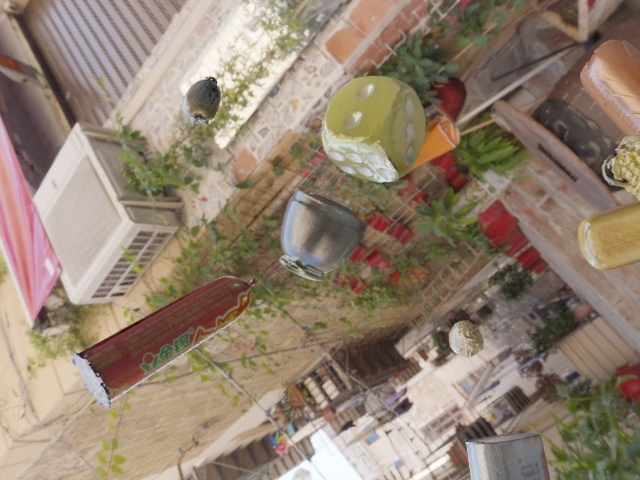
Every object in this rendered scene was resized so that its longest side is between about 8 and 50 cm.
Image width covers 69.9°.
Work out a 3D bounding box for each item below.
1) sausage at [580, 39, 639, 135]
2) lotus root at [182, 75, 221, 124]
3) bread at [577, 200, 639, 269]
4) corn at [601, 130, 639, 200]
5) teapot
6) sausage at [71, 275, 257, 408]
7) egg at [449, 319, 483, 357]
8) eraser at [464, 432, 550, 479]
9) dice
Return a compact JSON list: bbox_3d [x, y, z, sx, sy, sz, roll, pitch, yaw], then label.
[{"bbox_3d":[0.680,-0.294,0.973,0.121,0.121,0.304,13,-135,-56],"label":"sausage"},{"bbox_3d":[-0.292,-0.356,1.143,0.088,0.088,0.165,33,-130,-32],"label":"lotus root"},{"bbox_3d":[0.737,-0.012,1.119,0.098,0.217,0.147,54,-156,-85],"label":"bread"},{"bbox_3d":[0.506,-0.040,0.579,0.106,0.106,0.293,16,-150,-55],"label":"corn"},{"bbox_3d":[-0.020,-0.010,1.370,0.239,0.239,0.321,27,-178,-11],"label":"teapot"},{"bbox_3d":[-0.190,0.115,0.627,0.264,0.083,0.083,-31,-105,-38],"label":"sausage"},{"bbox_3d":[0.490,0.331,1.538,0.116,0.118,0.140,21,149,36],"label":"egg"},{"bbox_3d":[0.331,0.452,0.772,0.174,0.081,0.227,8,-111,-32],"label":"eraser"},{"bbox_3d":[0.118,-0.238,0.996,0.169,0.169,0.166,12,163,38],"label":"dice"}]
